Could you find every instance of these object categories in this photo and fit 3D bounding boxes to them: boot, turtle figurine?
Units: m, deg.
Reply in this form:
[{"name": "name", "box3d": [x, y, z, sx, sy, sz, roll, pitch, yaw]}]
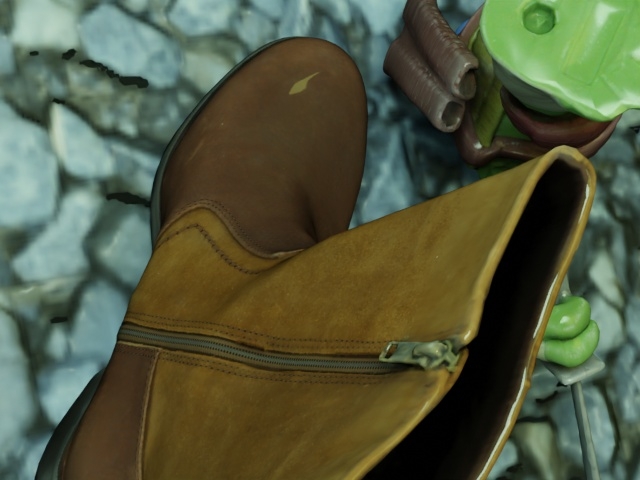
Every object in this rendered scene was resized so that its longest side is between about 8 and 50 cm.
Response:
[{"name": "boot", "box3d": [0.000, 0.000, 0.598, 0.096, 0.280, 0.264, 39, 65, -14]}, {"name": "turtle figurine", "box3d": [0.150, -0.044, 0.670, 0.197, 0.266, 0.275, -24, 72, -4]}]
